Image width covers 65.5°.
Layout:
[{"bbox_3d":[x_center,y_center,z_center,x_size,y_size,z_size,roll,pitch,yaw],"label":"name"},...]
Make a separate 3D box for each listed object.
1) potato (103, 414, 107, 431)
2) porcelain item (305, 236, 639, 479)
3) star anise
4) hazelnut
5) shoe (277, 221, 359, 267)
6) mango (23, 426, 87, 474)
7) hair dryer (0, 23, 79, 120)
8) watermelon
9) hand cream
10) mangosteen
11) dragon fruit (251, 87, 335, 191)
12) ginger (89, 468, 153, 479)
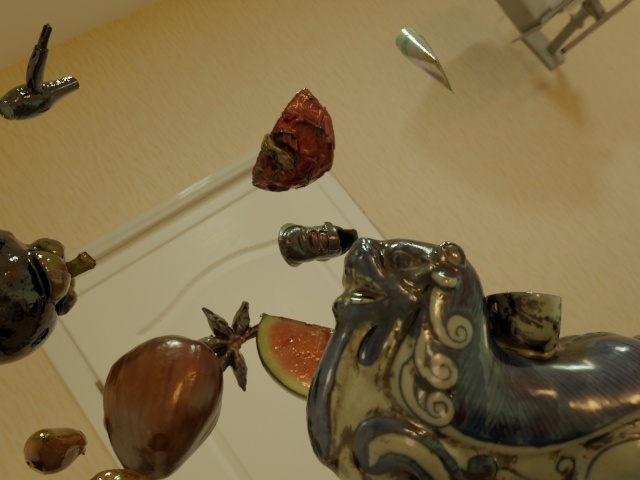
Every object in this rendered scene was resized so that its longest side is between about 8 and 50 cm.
[{"bbox_3d":[-0.450,0.371,1.155,0.107,0.080,0.170,53,-128,-78],"label":"potato"},{"bbox_3d":[0.135,0.104,0.358,0.288,0.186,0.138,8,-10,-7],"label":"porcelain item"},{"bbox_3d":[-0.209,0.232,1.123,0.207,0.172,0.063,-67,12,-14],"label":"star anise"},{"bbox_3d":[-0.247,0.249,0.766,0.210,0.186,0.210,-43,-7,-6],"label":"hazelnut"},{"bbox_3d":[0.000,0.000,1.094,0.112,0.099,0.227,-13,-5,27],"label":"shoe"},{"bbox_3d":[-0.427,0.330,0.792,0.077,0.063,0.127,-50,-20,-19],"label":"mango"},{"bbox_3d":[-0.566,-0.355,1.028,0.219,0.075,0.195,-47,7,40],"label":"hair dryer"},{"bbox_3d":[-0.006,0.282,1.056,0.128,0.304,0.159,109,176,-52],"label":"watermelon"},{"bbox_3d":[0.187,-0.329,0.892,0.047,0.174,0.076,-35,-45,12],"label":"hand cream"},{"bbox_3d":[-0.582,0.092,0.942,0.302,0.274,0.275,-22,-15,-23],"label":"mangosteen"},{"bbox_3d":[-0.065,-0.206,1.307,0.205,0.152,0.316,-47,-14,-42],"label":"dragon fruit"},{"bbox_3d":[-0.210,0.321,0.592,0.073,0.162,0.103,-56,-15,-29],"label":"ginger"}]
